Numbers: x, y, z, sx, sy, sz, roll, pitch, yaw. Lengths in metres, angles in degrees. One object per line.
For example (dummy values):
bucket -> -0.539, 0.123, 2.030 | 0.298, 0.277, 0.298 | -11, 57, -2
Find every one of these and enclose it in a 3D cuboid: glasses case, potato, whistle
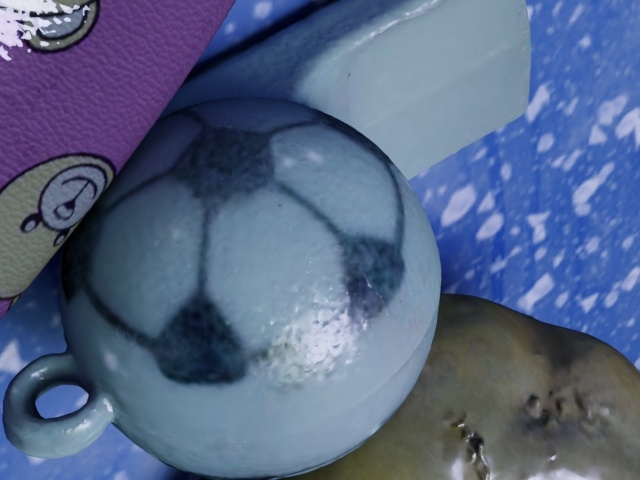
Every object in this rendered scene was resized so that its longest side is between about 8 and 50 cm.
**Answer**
glasses case -> -0.142, -0.027, 0.590 | 0.316, 0.076, 0.123 | -51, 140, 4
potato -> 0.035, 0.149, 0.822 | 0.192, 0.141, 0.296 | 31, 111, -18
whistle -> 0.000, 0.000, 0.675 | 0.290, 0.163, 0.163 | -32, 137, -17
